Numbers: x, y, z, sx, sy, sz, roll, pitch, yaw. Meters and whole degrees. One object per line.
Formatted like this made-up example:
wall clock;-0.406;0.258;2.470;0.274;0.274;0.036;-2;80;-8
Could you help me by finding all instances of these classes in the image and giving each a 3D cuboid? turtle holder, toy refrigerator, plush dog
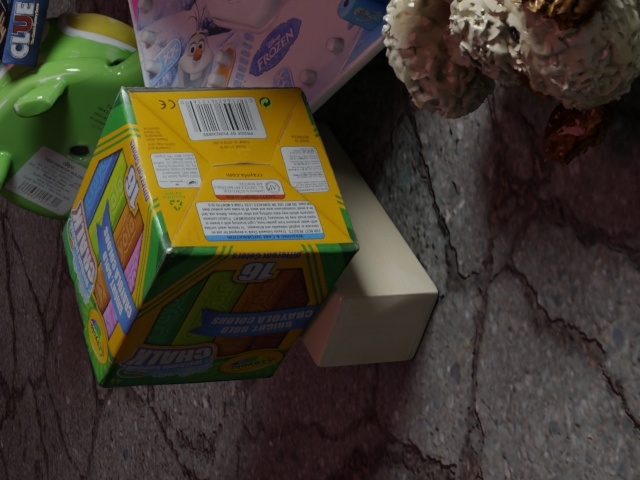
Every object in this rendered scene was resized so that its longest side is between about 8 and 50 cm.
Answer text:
turtle holder;-0.290;-0.184;1.840;0.227;0.243;0.320;-96;16;-45
toy refrigerator;0.000;0.000;1.436;0.269;0.102;0.094;58;140;43
plush dog;0.145;-0.179;1.056;0.225;0.211;0.262;55;180;37

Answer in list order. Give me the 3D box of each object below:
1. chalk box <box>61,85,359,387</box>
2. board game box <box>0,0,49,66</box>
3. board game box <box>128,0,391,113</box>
chalk box;-0.117;0.018;1.361;0.289;0.180;0.179;-59;41;48
board game box;-0.364;-0.327;1.777;0.243;0.042;0.165;52;132;55
board game box;-0.079;-0.273;1.476;0.390;0.050;0.390;-40;51;37
